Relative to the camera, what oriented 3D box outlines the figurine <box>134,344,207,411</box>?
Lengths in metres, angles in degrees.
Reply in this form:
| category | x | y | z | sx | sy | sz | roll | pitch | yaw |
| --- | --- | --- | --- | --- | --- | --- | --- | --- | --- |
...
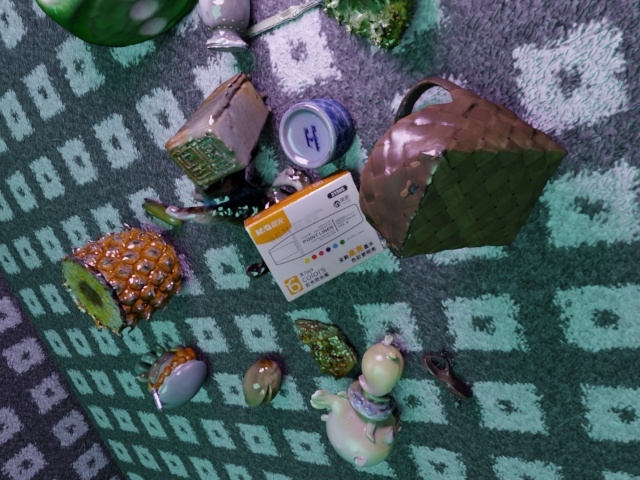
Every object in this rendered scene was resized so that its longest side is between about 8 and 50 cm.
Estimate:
| category | x | y | z | sx | sy | sz | roll | pitch | yaw |
| --- | --- | --- | --- | --- | --- | --- | --- | --- | --- |
| figurine | -0.599 | 0.522 | 1.677 | 0.381 | 0.225 | 0.205 | 14 | 146 | 51 |

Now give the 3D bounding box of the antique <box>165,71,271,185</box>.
| category | x | y | z | sx | sy | sz | roll | pitch | yaw |
| --- | --- | --- | --- | --- | --- | --- | --- | --- | --- |
| antique | -0.210 | -0.268 | 0.953 | 0.150 | 0.284 | 0.125 | -14 | 130 | 33 |

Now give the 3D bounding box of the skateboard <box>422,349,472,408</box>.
| category | x | y | z | sx | sy | sz | roll | pitch | yaw |
| --- | --- | --- | --- | --- | --- | --- | --- | --- | --- |
| skateboard | 0.335 | 0.352 | 1.087 | 0.151 | 0.067 | 0.080 | 44 | 118 | 9 |

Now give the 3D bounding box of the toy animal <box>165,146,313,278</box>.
| category | x | y | z | sx | sy | sz | roll | pitch | yaw |
| --- | --- | --- | --- | --- | --- | --- | --- | --- | --- |
| toy animal | -0.198 | -0.123 | 1.077 | 0.344 | 0.194 | 0.303 | 35 | 122 | -3 |

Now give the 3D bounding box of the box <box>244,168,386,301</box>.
| category | x | y | z | sx | sy | sz | roll | pitch | yaw |
| --- | --- | --- | --- | --- | --- | --- | --- | --- | --- |
| box | -0.014 | -0.012 | 0.985 | 0.273 | 0.091 | 0.221 | -30 | 110 | 0 |

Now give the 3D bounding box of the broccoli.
| category | x | y | z | sx | sy | sz | roll | pitch | yaw |
| --- | --- | --- | --- | --- | --- | --- | --- | --- | --- |
| broccoli | 0.079 | -0.449 | 0.750 | 0.194 | 0.194 | 0.220 | -26 | 93 | 37 |

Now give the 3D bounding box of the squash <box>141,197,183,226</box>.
| category | x | y | z | sx | sy | sz | roll | pitch | yaw |
| --- | --- | --- | --- | --- | --- | --- | --- | --- | --- |
| squash | -0.524 | -0.094 | 1.371 | 0.183 | 0.052 | 0.052 | 27 | 124 | 20 |

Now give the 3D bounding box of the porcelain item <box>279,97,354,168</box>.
| category | x | y | z | sx | sy | sz | roll | pitch | yaw |
| --- | --- | --- | --- | --- | --- | --- | --- | --- | --- |
| porcelain item | -0.006 | -0.245 | 0.948 | 0.147 | 0.114 | 0.147 | 15 | 121 | 26 |

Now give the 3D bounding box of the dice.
| category | x | y | z | sx | sy | sz | roll | pitch | yaw |
| --- | --- | --- | --- | --- | --- | --- | --- | --- | --- |
| dice | -0.455 | -0.632 | 0.904 | 0.297 | 0.300 | 0.287 | -23 | 98 | 37 |

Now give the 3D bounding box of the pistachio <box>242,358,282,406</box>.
| category | x | y | z | sx | sy | sz | roll | pitch | yaw |
| --- | --- | --- | --- | --- | --- | --- | --- | --- | --- |
| pistachio | -0.202 | 0.486 | 1.422 | 0.143 | 0.144 | 0.215 | 39 | 133 | 8 |

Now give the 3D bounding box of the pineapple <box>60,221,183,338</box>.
| category | x | y | z | sx | sy | sz | roll | pitch | yaw |
| --- | --- | --- | --- | --- | --- | --- | --- | --- | --- |
| pineapple | -0.648 | 0.119 | 1.389 | 0.351 | 0.300 | 0.353 | 12 | 119 | 23 |

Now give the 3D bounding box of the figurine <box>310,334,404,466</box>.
| category | x | y | z | sx | sy | sz | roll | pitch | yaw |
| --- | --- | --- | --- | --- | --- | --- | --- | --- | --- |
| figurine | 0.116 | 0.438 | 1.164 | 0.274 | 0.227 | 0.395 | 15 | 114 | -7 |

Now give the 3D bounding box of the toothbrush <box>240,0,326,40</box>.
| category | x | y | z | sx | sy | sz | roll | pitch | yaw |
| --- | --- | --- | --- | --- | --- | --- | --- | --- | --- |
| toothbrush | -0.085 | -0.497 | 0.927 | 0.294 | 0.028 | 0.026 | -3 | 111 | 37 |

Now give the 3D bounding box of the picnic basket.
| category | x | y | z | sx | sy | sz | roll | pitch | yaw |
| --- | --- | --- | --- | --- | --- | --- | --- | --- | --- |
| picnic basket | 0.217 | -0.150 | 0.801 | 0.337 | 0.337 | 0.293 | 28 | 131 | 16 |

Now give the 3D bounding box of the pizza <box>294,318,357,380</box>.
| category | x | y | z | sx | sy | sz | roll | pitch | yaw |
| --- | --- | --- | --- | --- | --- | --- | --- | --- | --- |
| pizza | 0.014 | 0.322 | 1.251 | 0.147 | 0.069 | 0.226 | -32 | 95 | 39 |

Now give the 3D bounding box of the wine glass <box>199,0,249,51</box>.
| category | x | y | z | sx | sy | sz | roll | pitch | yaw |
| --- | --- | --- | --- | --- | --- | --- | --- | --- | --- |
| wine glass | -0.213 | -0.529 | 0.924 | 0.111 | 0.111 | 0.205 | 7 | 107 | 27 |
